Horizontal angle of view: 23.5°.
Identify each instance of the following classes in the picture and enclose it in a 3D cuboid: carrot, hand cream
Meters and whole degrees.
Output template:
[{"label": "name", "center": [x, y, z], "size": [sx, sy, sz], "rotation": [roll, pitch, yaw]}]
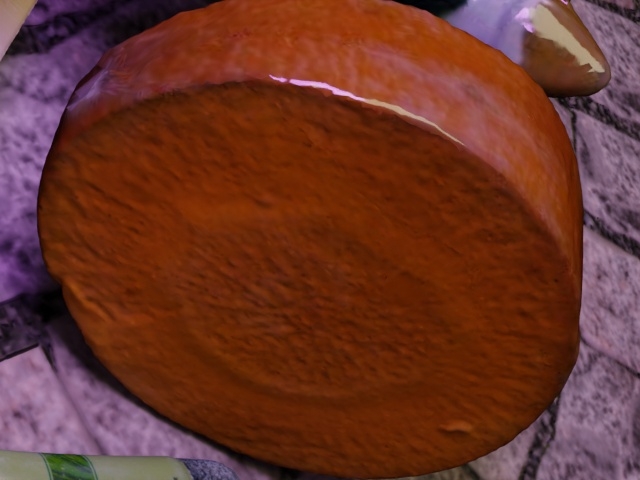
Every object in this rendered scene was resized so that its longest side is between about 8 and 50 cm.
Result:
[{"label": "carrot", "center": [0.000, 0.000, 0.791], "size": [0.307, 0.258, 0.100], "rotation": [35, 31, -28]}, {"label": "hand cream", "center": [-0.109, 0.141, 0.749], "size": [0.175, 0.046, 0.095], "rotation": [7, 64, -39]}]

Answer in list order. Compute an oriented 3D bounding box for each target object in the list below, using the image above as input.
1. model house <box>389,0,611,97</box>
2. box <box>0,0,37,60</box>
[{"label": "model house", "center": [0.051, -0.182, 0.836], "size": [0.291, 0.184, 0.253], "rotation": [38, -2, 14]}, {"label": "box", "center": [-0.242, -0.111, 0.721], "size": [0.175, 0.062, 0.260], "rotation": [40, 31, -18]}]
